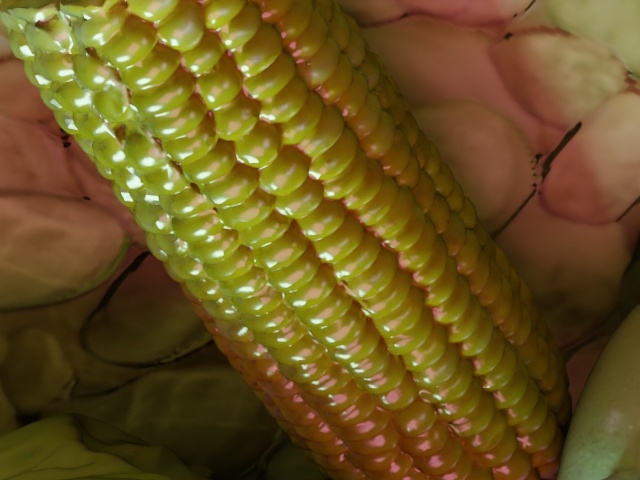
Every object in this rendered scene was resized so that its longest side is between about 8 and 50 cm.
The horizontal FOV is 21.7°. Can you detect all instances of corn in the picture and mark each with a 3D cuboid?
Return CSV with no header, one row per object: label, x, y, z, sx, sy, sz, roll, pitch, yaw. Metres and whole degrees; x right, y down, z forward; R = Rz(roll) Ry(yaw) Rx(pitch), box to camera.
corn,0.000,0.000,0.513,0.093,0.093,0.244,-23,126,19

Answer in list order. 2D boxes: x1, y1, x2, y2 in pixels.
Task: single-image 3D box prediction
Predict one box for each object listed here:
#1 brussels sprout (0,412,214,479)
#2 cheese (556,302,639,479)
brussels sprout,-0.087,0.196,0.588,0.344,0.268,0.344,3,109,9
cheese,0.111,0.108,0.528,0.071,0.249,0.163,7,118,33
